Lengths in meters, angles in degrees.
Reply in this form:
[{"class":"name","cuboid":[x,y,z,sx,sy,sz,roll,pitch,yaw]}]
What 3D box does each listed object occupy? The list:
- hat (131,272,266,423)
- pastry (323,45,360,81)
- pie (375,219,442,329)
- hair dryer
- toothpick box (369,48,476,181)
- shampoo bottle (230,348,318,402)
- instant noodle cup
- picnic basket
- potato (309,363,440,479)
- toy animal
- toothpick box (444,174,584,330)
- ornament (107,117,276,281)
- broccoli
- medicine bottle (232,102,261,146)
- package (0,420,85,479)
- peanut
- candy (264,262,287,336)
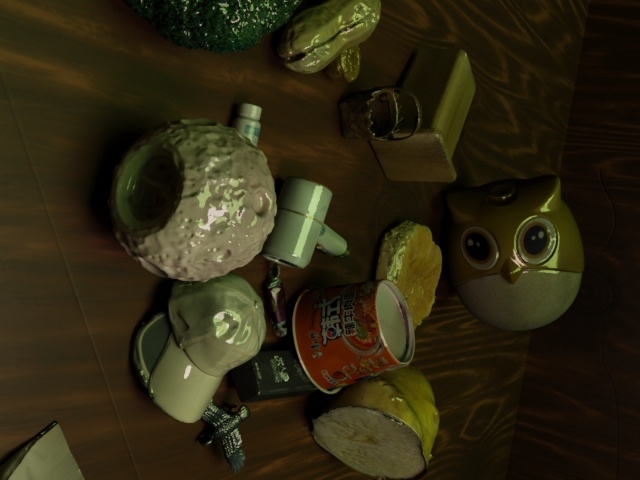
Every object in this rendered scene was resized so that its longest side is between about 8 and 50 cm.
[{"class":"hat","cuboid":[-0.199,0.188,1.254,0.232,0.161,0.274,34,74,-50]},{"class":"pastry","cuboid":[0.046,-0.397,1.539,0.109,0.057,0.097,58,47,-49]},{"class":"pie","cuboid":[0.242,0.107,1.950,0.340,0.083,0.339,-19,112,-55]},{"class":"hair dryer","cuboid":[0.000,0.000,1.560,0.357,0.108,0.172,35,73,-61]},{"class":"toothpick box","cuboid":[0.276,-0.324,1.800,0.187,0.190,0.308,55,49,-47]},{"class":"shampoo bottle","cuboid":[-0.070,0.286,1.526,0.310,0.071,0.098,12,52,-57]},{"class":"instant noodle cup","cuboid":[0.083,0.198,1.565,0.250,0.192,0.250,42,39,-47]},{"class":"picnic basket","cuboid":[0.145,-0.286,1.603,0.138,0.179,0.127,-37,128,-46]},{"class":"potato","cuboid":[0.155,0.400,1.770,0.397,0.290,0.295,65,34,-40]},{"class":"toy animal","cuboid":[-0.192,0.365,1.392,0.108,0.062,0.220,-42,118,-40]},{"class":"toothpick box","cuboid":[0.577,0.025,2.131,0.409,0.409,0.425,-44,127,-41]},{"class":"ornament","cuboid":[-0.192,-0.059,1.102,0.225,0.260,0.259,16,86,-55]},{"class":"broccoli","cuboid":[-0.152,-0.431,1.071,0.298,0.298,0.297,19,62,-56]},{"class":"medicine bottle","cuboid":[-0.139,-0.208,1.317,0.052,0.052,0.089,12,89,-57]},{"class":"package","cuboid":[-0.447,0.423,1.045,0.251,0.062,0.203,-53,140,-54]},{"class":"peanut","cuboid":[0.024,-0.432,1.424,0.290,0.130,0.130,-43,133,-27]},{"class":"candy","cuboid":[-0.094,0.129,1.489,0.043,0.045,0.174,-22,117,-36]}]
